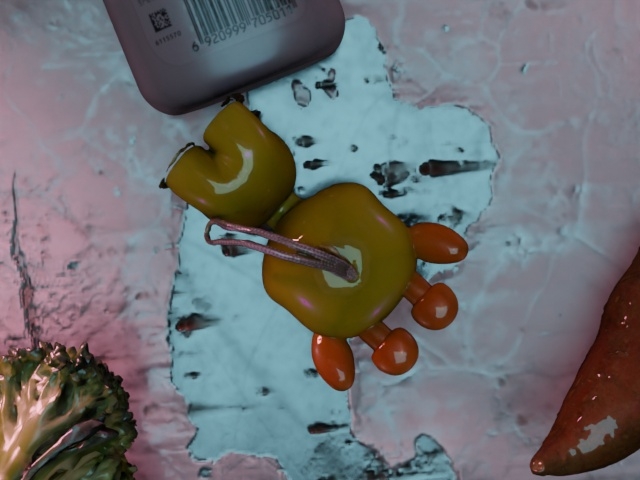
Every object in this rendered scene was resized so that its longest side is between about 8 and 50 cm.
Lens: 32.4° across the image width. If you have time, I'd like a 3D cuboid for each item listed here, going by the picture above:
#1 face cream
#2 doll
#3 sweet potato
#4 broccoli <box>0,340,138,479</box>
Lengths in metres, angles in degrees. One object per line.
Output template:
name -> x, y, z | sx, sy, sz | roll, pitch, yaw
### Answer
face cream -> -0.110, -0.269, 0.797 | 0.163, 0.080, 0.336 | -22, 95, 2
doll -> 0.000, 0.000, 0.796 | 0.221, 0.135, 0.143 | 44, 90, 8
sweet potato -> 0.271, 0.040, 0.829 | 0.354, 0.095, 0.106 | -55, 139, -7
broccoli -> -0.243, 0.247, 0.715 | 0.221, 0.361, 0.252 | 34, 131, -10
